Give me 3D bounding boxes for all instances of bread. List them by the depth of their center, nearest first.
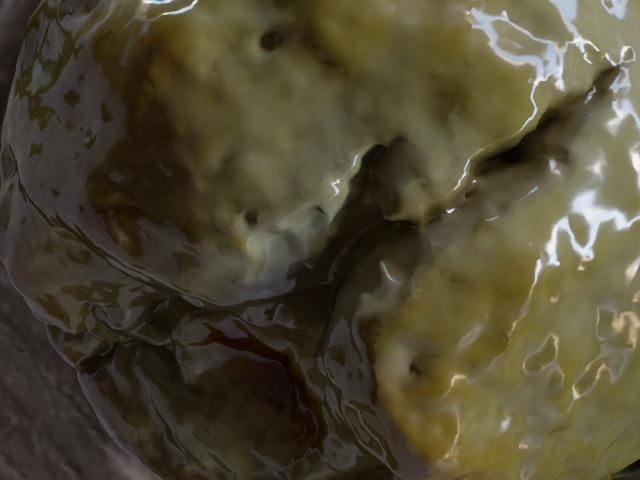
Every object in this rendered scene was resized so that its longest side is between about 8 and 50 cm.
[{"bbox_3d":[0.000,0.000,0.420,0.244,0.244,0.134,39,55,-2],"label":"bread"}]

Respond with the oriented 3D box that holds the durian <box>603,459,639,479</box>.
[{"bbox_3d":[0.086,0.056,0.708,0.169,0.356,0.157,7,69,-76],"label":"durian"}]
